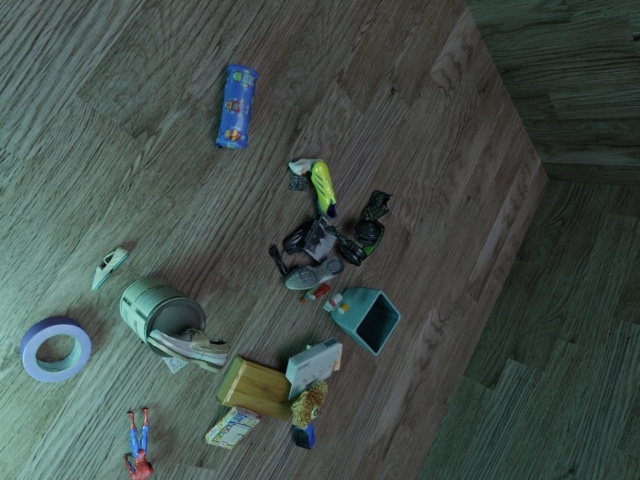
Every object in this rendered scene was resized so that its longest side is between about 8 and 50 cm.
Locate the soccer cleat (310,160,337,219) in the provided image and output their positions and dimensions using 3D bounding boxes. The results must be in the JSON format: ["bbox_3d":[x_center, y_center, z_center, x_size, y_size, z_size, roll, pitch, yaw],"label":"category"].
[{"bbox_3d":[0.029,-0.222,1.940,0.093,0.121,0.289,-34,135,-29],"label":"soccer cleat"}]

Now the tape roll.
[{"bbox_3d":[-0.845,0.346,1.391,0.188,0.080,0.189,-12,109,-38],"label":"tape roll"}]

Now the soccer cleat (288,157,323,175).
[{"bbox_3d":[-0.057,-0.336,1.915,0.196,0.076,0.068,-24,149,-50],"label":"soccer cleat"}]

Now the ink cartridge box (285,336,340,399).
[{"bbox_3d":[-0.042,0.603,2.065,0.274,0.060,0.239,-17,134,-38],"label":"ink cartridge box"}]

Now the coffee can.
[{"bbox_3d":[-0.546,0.254,1.494,0.201,0.275,0.202,-11,108,-38],"label":"coffee can"}]

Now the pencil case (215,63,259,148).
[{"bbox_3d":[-0.310,-0.488,1.621,0.119,0.133,0.307,10,94,-1],"label":"pencil case"}]

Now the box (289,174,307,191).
[{"bbox_3d":[-0.097,-0.254,1.927,0.083,0.018,0.067,0,100,-41],"label":"box"}]

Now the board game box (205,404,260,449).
[{"bbox_3d":[-0.377,0.810,1.880,0.193,0.045,0.146,-45,130,5],"label":"board game box"}]

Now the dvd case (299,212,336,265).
[{"bbox_3d":[0.000,0.000,2.013,0.180,0.029,0.239,-62,152,-10],"label":"dvd case"}]

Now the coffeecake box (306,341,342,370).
[{"bbox_3d":[0.015,0.591,2.194,0.185,0.068,0.143,0,101,-40],"label":"coffeecake box"}]

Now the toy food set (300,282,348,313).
[{"bbox_3d":[0.011,0.275,1.998,0.104,0.232,0.111,-35,134,-28],"label":"toy food set"}]

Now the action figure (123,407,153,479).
[{"bbox_3d":[-0.688,0.780,1.636,0.091,0.139,0.281,-1,79,-37],"label":"action figure"}]

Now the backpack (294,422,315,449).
[{"bbox_3d":[-0.081,0.967,2.188,0.101,0.097,0.120,-48,133,-59],"label":"backpack"}]

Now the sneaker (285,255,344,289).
[{"bbox_3d":[-0.031,0.169,2.015,0.296,0.129,0.111,-14,73,-28],"label":"sneaker"}]

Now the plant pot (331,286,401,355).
[{"bbox_3d":[0.202,0.379,2.180,0.247,0.252,0.248,-54,128,-18],"label":"plant pot"}]

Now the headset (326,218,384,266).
[{"bbox_3d":[0.172,-0.006,2.111,0.244,0.185,0.394,-57,158,15],"label":"headset"}]

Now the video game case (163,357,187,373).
[{"bbox_3d":[-0.549,0.454,1.716,0.122,0.011,0.087,-36,121,-29],"label":"video game case"}]

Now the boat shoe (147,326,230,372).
[{"bbox_3d":[-0.409,0.326,1.378,0.302,0.113,0.104,44,70,-49],"label":"boat shoe"}]

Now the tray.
[{"bbox_3d":[-0.257,0.680,1.981,0.410,0.076,0.203,35,78,-41],"label":"tray"}]

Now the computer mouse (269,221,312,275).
[{"bbox_3d":[-0.096,0.045,1.973,0.262,0.060,0.184,-35,120,-29],"label":"computer mouse"}]

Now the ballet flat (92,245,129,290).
[{"bbox_3d":[-0.719,0.091,1.466,0.052,0.057,0.168,40,68,-10],"label":"ballet flat"}]

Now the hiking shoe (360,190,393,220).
[{"bbox_3d":[0.287,-0.149,2.217,0.086,0.114,0.227,29,81,-40],"label":"hiking shoe"}]

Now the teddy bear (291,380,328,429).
[{"bbox_3d":[-0.041,0.793,2.083,0.245,0.113,0.338,-45,160,-20],"label":"teddy bear"}]
